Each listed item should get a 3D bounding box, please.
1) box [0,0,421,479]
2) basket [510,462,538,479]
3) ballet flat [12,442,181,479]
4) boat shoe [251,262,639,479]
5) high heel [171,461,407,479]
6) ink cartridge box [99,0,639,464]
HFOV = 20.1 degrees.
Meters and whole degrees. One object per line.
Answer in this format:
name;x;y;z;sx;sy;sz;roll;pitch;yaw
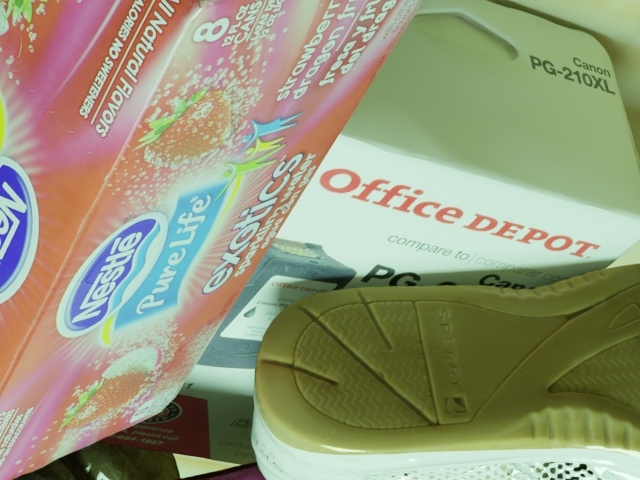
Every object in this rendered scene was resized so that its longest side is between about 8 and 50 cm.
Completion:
box;-0.084;-0.042;0.623;0.123;0.128;0.257;-22;154;-45
basket;0.191;0.112;0.936;0.167;0.103;0.113;12;146;13
ballet flat;-0.176;0.069;0.823;0.116;0.124;0.342;-24;142;29
boat shoe;0.107;0.072;0.746;0.277;0.098;0.096;3;146;-6
high heel;-0.127;0.093;0.733;0.377;0.181;0.127;35;158;-33
ink cartridge box;0.000;0.000;0.781;0.172;0.100;0.237;13;140;-30
